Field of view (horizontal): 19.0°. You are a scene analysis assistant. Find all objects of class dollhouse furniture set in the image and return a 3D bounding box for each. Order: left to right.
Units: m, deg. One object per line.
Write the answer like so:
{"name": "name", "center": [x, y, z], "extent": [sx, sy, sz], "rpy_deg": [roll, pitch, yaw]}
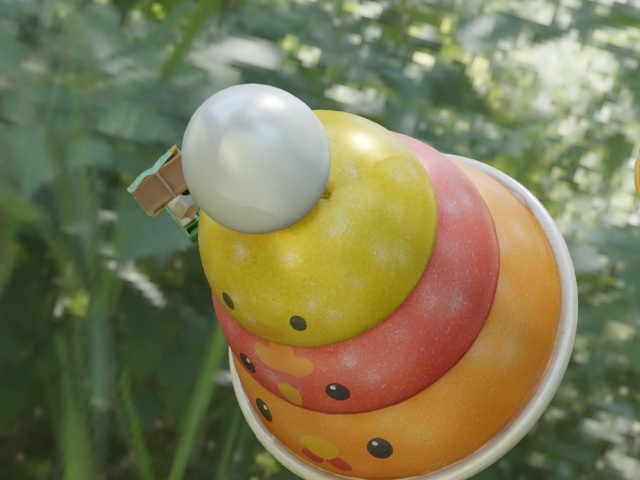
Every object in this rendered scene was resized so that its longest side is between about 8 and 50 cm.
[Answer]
{"name": "dollhouse furniture set", "center": [-0.144, -0.057, 1.857], "extent": [0.058, 0.076, 0.151], "rpy_deg": [52, -2, 29]}

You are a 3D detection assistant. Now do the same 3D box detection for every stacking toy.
{"name": "stacking toy", "center": [0.000, 0.000, 1.656], "extent": [0.351, 0.350, 0.480], "rpy_deg": [22, -13, 31]}

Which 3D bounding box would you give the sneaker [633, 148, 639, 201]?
{"name": "sneaker", "center": [0.293, 0.000, 1.167], "extent": [0.215, 0.084, 0.083], "rpy_deg": [32, -28, -15]}
